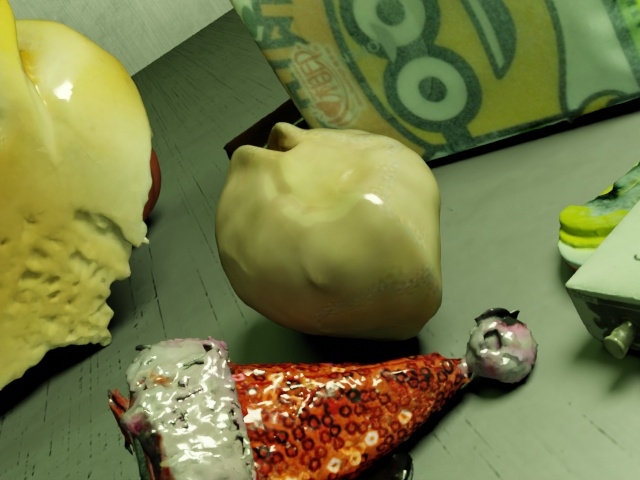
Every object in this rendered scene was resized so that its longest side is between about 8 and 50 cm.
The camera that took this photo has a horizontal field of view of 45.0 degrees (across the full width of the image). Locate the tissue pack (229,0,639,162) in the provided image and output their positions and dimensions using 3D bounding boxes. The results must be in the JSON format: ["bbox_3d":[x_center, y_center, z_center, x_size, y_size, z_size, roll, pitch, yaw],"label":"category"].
[{"bbox_3d":[0.103,-0.189,0.631,0.311,0.228,0.128,-15,30,39],"label":"tissue pack"}]

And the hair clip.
[{"bbox_3d":[0.203,-0.043,0.461,0.188,0.033,0.060,-43,23,-15],"label":"hair clip"}]

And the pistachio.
[{"bbox_3d":[0.000,0.000,0.481,0.126,0.152,0.223,-42,9,-15],"label":"pistachio"}]

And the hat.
[{"bbox_3d":[0.004,0.088,0.405,0.228,0.128,0.140,-19,4,-9],"label":"hat"}]

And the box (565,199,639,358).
[{"bbox_3d":[0.257,-0.005,0.303,0.211,0.045,0.270,-44,26,-22],"label":"box"}]

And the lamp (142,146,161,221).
[{"bbox_3d":[-0.305,-0.061,0.941,0.227,0.226,0.227,-28,24,13],"label":"lamp"}]

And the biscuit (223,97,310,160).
[{"bbox_3d":[0.019,-0.138,0.835,0.252,0.070,0.106,-38,24,-10],"label":"biscuit"}]

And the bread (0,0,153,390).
[{"bbox_3d":[-0.343,-0.015,0.704,0.424,0.329,0.245,-55,-15,7],"label":"bread"}]
